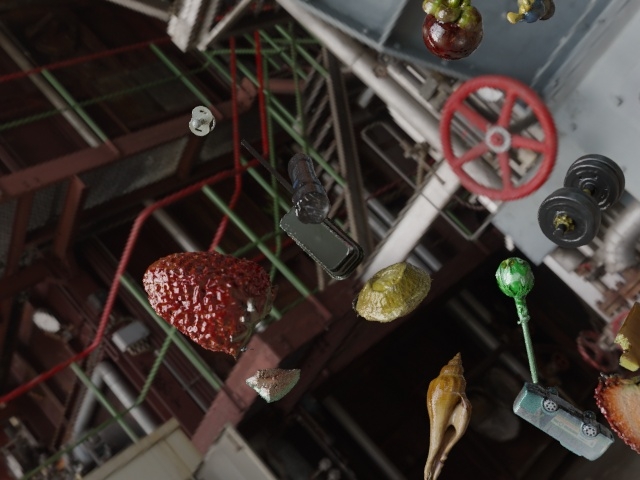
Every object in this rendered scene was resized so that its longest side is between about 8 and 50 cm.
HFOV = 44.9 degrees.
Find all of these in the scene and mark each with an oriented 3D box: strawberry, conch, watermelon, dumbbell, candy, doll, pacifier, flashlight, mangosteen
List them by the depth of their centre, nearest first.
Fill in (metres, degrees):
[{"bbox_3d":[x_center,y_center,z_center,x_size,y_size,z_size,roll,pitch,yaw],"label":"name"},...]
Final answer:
[{"bbox_3d":[0.489,-0.544,1.792,0.179,0.089,0.102,-21,-20,-50],"label":"doll"},{"bbox_3d":[0.728,0.416,1.818,0.087,0.167,0.208,84,-171,-58],"label":"strawberry"},{"bbox_3d":[0.314,-0.515,1.844,0.181,0.155,0.146,81,-160,-66],"label":"mangosteen"},{"bbox_3d":[0.302,0.433,1.875,0.093,0.109,0.330,58,-136,-79],"label":"conch"},{"bbox_3d":[0.510,0.201,1.938,0.097,0.324,0.097,-13,4,1],"label":"candy"},{"bbox_3d":[-0.324,-0.319,2.102,0.064,0.068,0.083,-63,-5,-64],"label":"pacifier"},{"bbox_3d":[-0.303,0.142,2.162,0.292,0.343,0.292,-53,-2,-3],"label":"strawberry"},{"bbox_3d":[-0.043,-0.162,2.241,0.103,0.103,0.424,-48,20,13],"label":"flashlight"},{"bbox_3d":[0.793,-0.122,2.350,0.388,0.185,0.185,-42,-13,-40],"label":"dumbbell"},{"bbox_3d":[-0.133,0.432,2.358,0.155,0.101,0.080,-7,-41,-25],"label":"watermelon"}]

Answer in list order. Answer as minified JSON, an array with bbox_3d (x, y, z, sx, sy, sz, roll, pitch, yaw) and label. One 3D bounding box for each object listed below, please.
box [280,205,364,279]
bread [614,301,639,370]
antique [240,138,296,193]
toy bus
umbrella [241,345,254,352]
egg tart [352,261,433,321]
[{"bbox_3d":[0.000,0.000,2.403,0.138,0.274,0.178,-49,-8,4],"label":"box"},{"bbox_3d":[0.840,0.256,2.070,0.226,0.088,0.049,-41,-26,-40],"label":"bread"},{"bbox_3d":[-0.137,-0.193,2.025,0.015,0.192,0.031,-46,10,0],"label":"antique"},{"bbox_3d":[0.646,0.478,2.066,0.109,0.261,0.091,-60,-9,15],"label":"toy bus"},{"bbox_3d":[-0.252,0.340,2.426,0.022,0.022,0.148,7,-12,-36],"label":"umbrella"},{"bbox_3d":[0.206,0.139,2.294,0.252,0.098,0.232,-27,28,-3],"label":"egg tart"}]
